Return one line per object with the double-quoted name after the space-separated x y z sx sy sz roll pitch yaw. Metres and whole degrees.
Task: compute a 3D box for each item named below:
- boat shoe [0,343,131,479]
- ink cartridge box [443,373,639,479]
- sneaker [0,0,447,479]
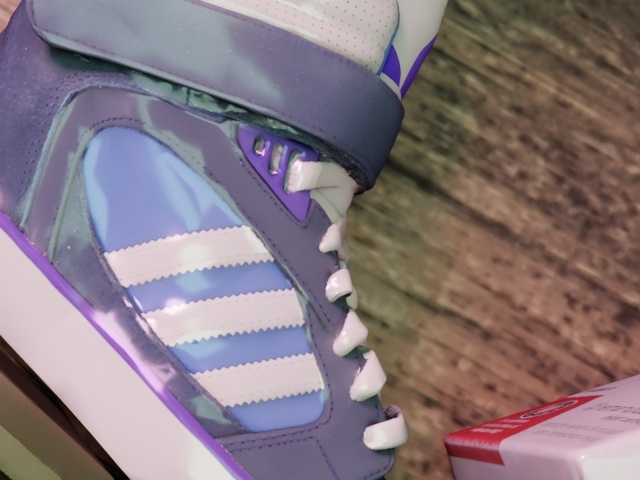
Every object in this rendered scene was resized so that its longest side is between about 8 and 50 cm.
-0.094 0.149 0.527 0.104 0.110 0.307 -43 111 -8 "boat shoe"
0.212 0.095 0.554 0.272 0.197 0.114 -15 86 -10 "ink cartridge box"
0.000 0.000 0.569 0.236 0.130 0.323 -45 85 -6 "sneaker"
